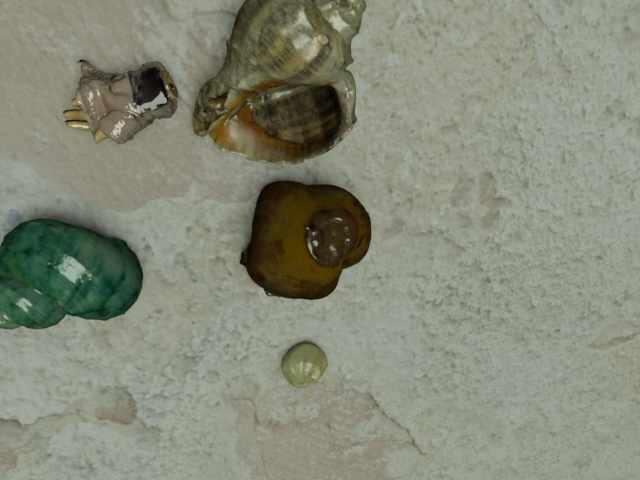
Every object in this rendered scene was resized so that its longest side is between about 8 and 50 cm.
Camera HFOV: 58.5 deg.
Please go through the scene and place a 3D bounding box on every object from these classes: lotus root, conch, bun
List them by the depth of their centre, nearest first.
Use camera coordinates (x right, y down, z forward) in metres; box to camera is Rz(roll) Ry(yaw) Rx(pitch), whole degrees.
[{"bbox_3d":[-0.047,-0.237,0.792,0.291,0.159,0.210,-23,134,35],"label":"conch"},{"bbox_3d":[-0.370,0.060,0.816,0.202,0.134,0.196,-23,114,-8],"label":"conch"},{"bbox_3d":[0.000,0.001,0.862,0.199,0.180,0.188,6,87,-22],"label":"lotus root"},{"bbox_3d":[-0.027,0.231,1.032,0.086,0.055,0.086,-6,113,-15],"label":"bun"}]

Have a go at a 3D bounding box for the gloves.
[{"bbox_3d":[-0.265,-0.187,0.774,0.144,0.094,0.111,2,102,3],"label":"gloves"}]

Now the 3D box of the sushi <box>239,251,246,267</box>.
[{"bbox_3d":[-0.095,0.039,0.952,0.083,0.044,0.046,30,121,-23],"label":"sushi"}]
